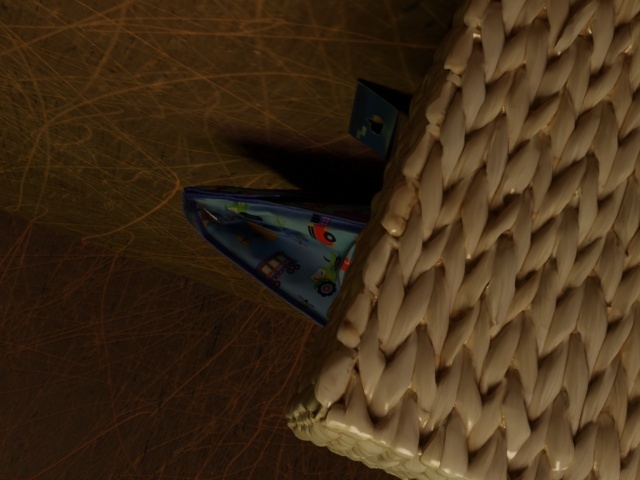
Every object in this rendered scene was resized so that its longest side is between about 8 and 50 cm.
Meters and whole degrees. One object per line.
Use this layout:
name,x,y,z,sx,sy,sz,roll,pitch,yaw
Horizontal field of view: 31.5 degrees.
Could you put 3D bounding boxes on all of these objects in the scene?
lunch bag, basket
lunch bag,0.000,0.000,1.275,0.293,0.138,0.221,21,-165,33
basket,0.156,0.029,0.753,0.266,0.328,0.331,22,170,1

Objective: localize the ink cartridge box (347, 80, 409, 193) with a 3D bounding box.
ink cartridge box,0.152,-0.011,1.022,0.332,0.065,0.165,33,171,6
